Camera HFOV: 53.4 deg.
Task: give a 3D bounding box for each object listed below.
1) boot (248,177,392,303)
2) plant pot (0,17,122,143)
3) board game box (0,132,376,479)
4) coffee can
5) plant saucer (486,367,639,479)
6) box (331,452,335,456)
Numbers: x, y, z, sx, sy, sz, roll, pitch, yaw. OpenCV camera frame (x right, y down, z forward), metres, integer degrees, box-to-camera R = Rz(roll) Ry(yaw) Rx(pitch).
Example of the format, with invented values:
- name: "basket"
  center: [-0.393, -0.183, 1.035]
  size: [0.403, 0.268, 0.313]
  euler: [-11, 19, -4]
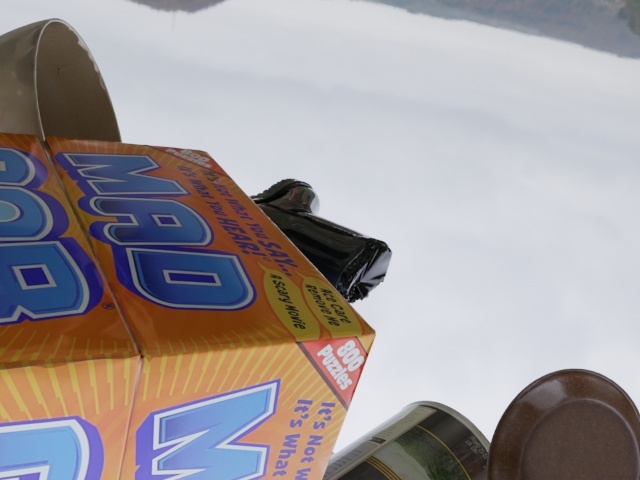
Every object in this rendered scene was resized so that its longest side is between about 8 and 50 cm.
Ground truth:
- name: "boot"
  center: [0.000, 0.000, 0.845]
  size: [0.207, 0.094, 0.246]
  euler: [24, -161, 20]
- name: "plant pot"
  center: [-0.381, -0.114, 0.792]
  size: [0.191, 0.284, 0.284]
  euler: [-9, -155, 0]
- name: "board game box"
  center: [-0.235, 0.136, 0.564]
  size: [0.356, 0.356, 0.356]
  euler: [0, -151, -34]
- name: "coffee can"
  center: [0.078, 0.350, 0.804]
  size: [0.275, 0.201, 0.201]
  euler: [-19, -141, -40]
- name: "plant saucer"
  center: [0.263, 0.235, 0.675]
  size: [0.036, 0.198, 0.198]
  euler: [31, -163, -23]
- name: "box"
  center: [-0.008, 0.504, 1.074]
  size: [0.142, 0.163, 0.247]
  euler: [-18, -126, 9]
